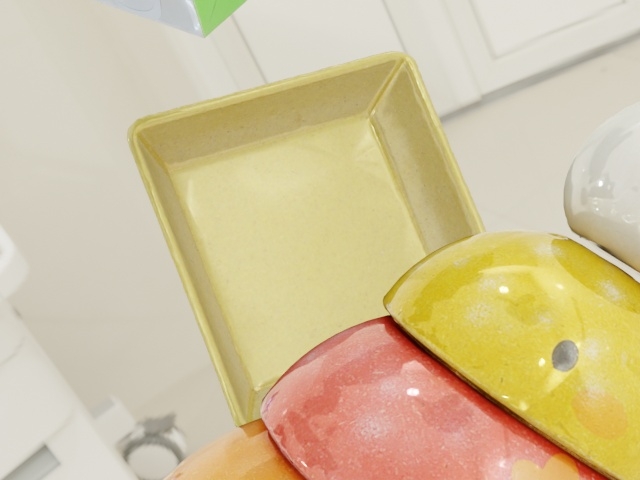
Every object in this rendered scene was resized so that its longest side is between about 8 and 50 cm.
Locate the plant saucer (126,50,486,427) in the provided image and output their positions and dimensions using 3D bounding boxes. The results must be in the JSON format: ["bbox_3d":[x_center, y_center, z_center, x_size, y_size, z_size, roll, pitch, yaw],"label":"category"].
[{"bbox_3d":[0.000,0.000,1.235,0.333,0.333,0.081,-18,-10,-23],"label":"plant saucer"}]

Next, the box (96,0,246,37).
[{"bbox_3d":[-0.102,-0.296,0.875,0.231,0.127,0.262,22,55,32],"label":"box"}]

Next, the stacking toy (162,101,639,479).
[{"bbox_3d":[0.108,0.110,0.761,0.480,0.350,0.350,-58,33,4],"label":"stacking toy"}]
